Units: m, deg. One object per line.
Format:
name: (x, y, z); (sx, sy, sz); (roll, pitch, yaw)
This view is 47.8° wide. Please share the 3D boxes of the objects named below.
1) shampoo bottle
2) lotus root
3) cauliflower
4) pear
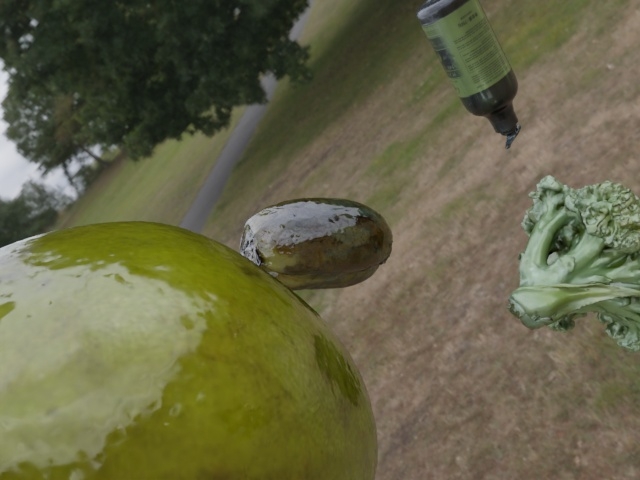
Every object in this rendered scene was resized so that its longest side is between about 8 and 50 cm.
shampoo bottle: (0.270, -0.292, 1.235); (0.101, 0.284, 0.101); (-29, 21, 12)
lotus root: (0.000, 0.000, 1.253); (0.160, 0.274, 0.152); (62, 142, 40)
cauliflower: (0.428, 0.048, 1.185); (0.281, 0.327, 0.260); (-29, -24, 6)
pear: (-0.145, 0.149, 0.544); (0.352, 0.413, 0.352); (-9, 73, 33)
